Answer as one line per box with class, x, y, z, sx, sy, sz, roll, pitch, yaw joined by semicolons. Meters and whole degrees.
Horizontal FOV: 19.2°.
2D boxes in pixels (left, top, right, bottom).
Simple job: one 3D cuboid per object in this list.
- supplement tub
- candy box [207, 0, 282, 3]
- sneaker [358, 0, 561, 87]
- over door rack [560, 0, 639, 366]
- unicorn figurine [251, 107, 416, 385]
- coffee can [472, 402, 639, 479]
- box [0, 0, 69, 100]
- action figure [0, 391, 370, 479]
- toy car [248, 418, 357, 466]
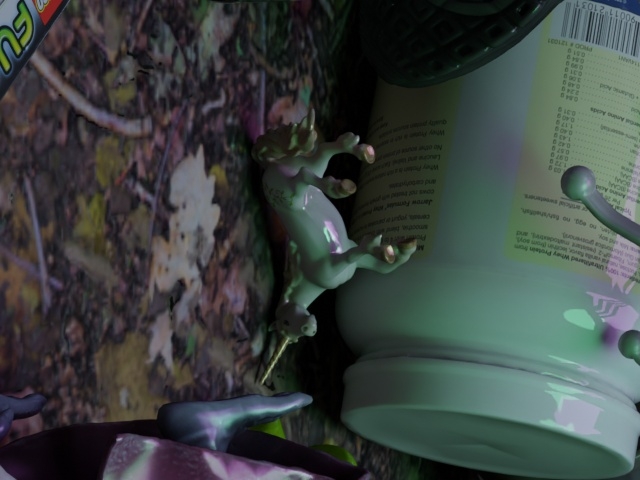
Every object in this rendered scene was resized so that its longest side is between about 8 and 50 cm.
supplement tub;0.138;-0.017;1.302;0.235;0.235;0.325;39;58;-58
candy box;-0.019;-0.273;1.143;0.159;0.071;0.233;-37;124;-60
sneaker;0.151;-0.188;1.176;0.109;0.286;0.130;58;16;21
over door rack;0.256;-0.106;1.168;0.239;0.108;0.324;-30;125;-39
unicorn figurine;0.000;0.000;1.194;0.060;0.111;0.162;-17;94;-49
coffee can;0.233;0.207;1.485;0.201;0.201;0.275;-60;140;-43
box;-0.189;-0.091;0.857;0.207;0.036;0.114;-63;145;-40
action figure;-0.080;0.256;0.876;0.275;0.248;0.370;4;86;-63
toy car;-0.061;0.215;1.091;0.188;0.149;0.155;-30;120;-26
